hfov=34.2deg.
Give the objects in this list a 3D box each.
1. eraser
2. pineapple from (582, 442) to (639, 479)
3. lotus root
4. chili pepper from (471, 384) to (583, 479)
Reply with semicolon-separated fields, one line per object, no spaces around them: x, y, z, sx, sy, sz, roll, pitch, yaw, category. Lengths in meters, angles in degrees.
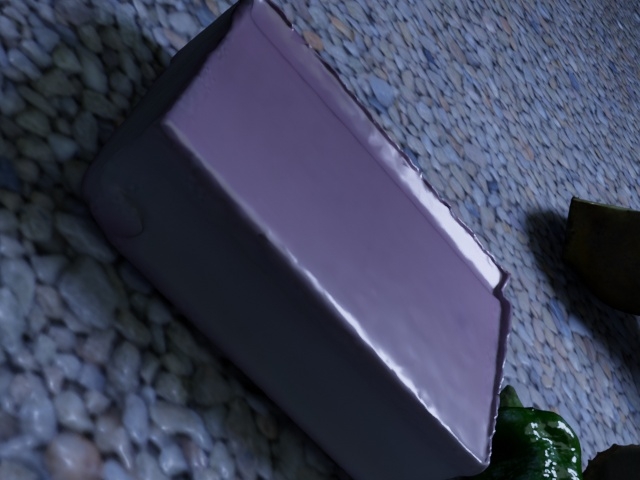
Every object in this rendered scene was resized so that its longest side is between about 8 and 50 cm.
0.000;0.000;0.845;0.359;0.122;0.272;46;34;-19;eraser
0.295;0.266;1.010;0.197;0.108;0.108;72;4;-61;pineapple
0.444;0.028;1.370;0.267;0.260;0.149;23;77;-88;lotus root
0.181;0.245;0.898;0.136;0.099;0.270;8;46;-9;chili pepper
